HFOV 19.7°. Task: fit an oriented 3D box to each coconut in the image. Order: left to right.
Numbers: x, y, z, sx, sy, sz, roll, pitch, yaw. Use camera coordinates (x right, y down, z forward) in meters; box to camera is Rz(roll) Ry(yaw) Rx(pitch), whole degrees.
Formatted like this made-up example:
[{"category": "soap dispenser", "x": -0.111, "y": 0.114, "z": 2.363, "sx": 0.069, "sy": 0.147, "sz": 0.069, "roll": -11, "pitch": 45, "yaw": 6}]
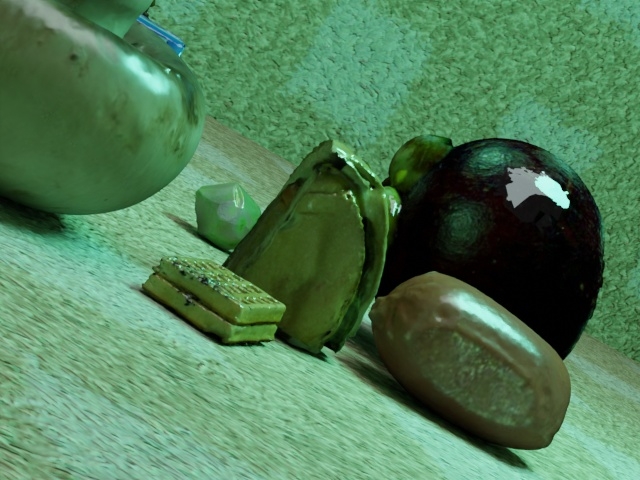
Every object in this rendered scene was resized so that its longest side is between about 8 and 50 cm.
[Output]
[{"category": "coconut", "x": -0.112, "y": -0.029, "z": 2.227, "sx": 0.081, "sy": 0.082, "sz": 0.083, "roll": -2, "pitch": -3, "yaw": -1}]

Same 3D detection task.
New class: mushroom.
[{"category": "mushroom", "x": -0.262, "y": -0.194, "z": 1.728, "sx": 0.362, "sy": 0.295, "sz": 0.362, "roll": 31, "pitch": 8, "yaw": -5}]

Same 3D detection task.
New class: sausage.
[{"category": "sausage", "x": 0.164, "y": 0.130, "z": 1.990, "sx": 0.254, "sy": 0.148, "sz": 0.148, "roll": 32, "pitch": 6, "yaw": -7}]

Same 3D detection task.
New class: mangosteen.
[{"category": "mangosteen", "x": 0.181, "y": 0.029, "z": 2.180, "sx": 0.330, "sy": 0.330, "sz": 0.330, "roll": 31, "pitch": 6, "yaw": -3}]

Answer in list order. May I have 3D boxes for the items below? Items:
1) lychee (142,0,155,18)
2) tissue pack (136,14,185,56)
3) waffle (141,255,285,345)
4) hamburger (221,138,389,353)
[{"category": "lychee", "x": -0.348, "y": -0.296, "z": 2.301, "sx": 0.304, "sy": 0.276, "sz": 0.276, "roll": -4, "pitch": -5, "yaw": 16}, {"category": "tissue pack", "x": -0.316, "y": -0.213, "z": 2.108, "sx": 0.263, "sy": 0.198, "sz": 0.146, "roll": 31, "pitch": 4, "yaw": -14}, {"category": "waffle", "x": -0.098, "y": 0.056, "z": 1.734, "sx": 0.102, "sy": 0.042, "sz": 0.148, "roll": 33, "pitch": 6, "yaw": 16}, {"category": "hamburger", "x": 0.000, "y": 0.000, "z": 1.904, "sx": 0.155, "sy": 0.208, "sz": 0.135, "roll": 25, "pitch": 10, "yaw": -14}]
